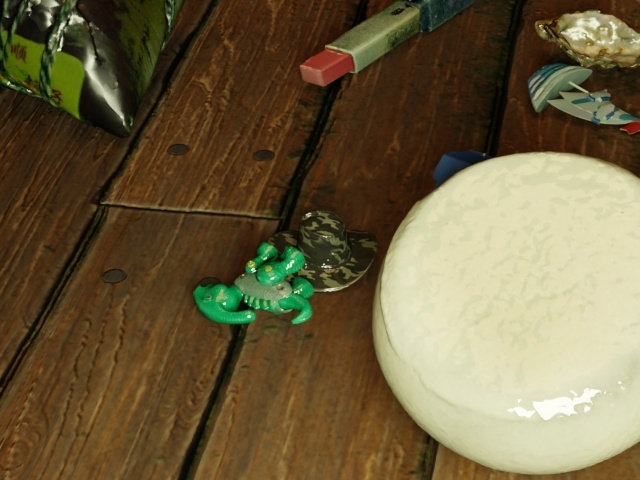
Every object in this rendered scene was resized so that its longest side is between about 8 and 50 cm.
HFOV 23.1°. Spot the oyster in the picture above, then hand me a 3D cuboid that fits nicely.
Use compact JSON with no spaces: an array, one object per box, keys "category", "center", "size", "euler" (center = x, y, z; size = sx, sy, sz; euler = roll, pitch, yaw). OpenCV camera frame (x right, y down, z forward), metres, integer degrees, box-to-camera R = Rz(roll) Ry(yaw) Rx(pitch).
[{"category":"oyster","center":[0.332,-0.238,1.903],"size":[0.148,0.051,0.103],"euler":[32,42,18]}]

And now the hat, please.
[{"category":"hat","center":[0.000,0.000,1.577],"size":[0.121,0.050,0.121],"euler":[-4,33,3]}]

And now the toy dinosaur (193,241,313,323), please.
[{"category":"toy dinosaur","center":[-0.057,0.054,1.506],"size":[0.132,0.059,0.096],"euler":[18,47,40]}]

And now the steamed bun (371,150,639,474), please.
[{"category":"steamed bun","center":[0.188,0.072,1.335],"size":[0.283,0.177,0.283],"euler":[-6,55,9]}]

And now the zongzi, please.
[{"category":"zongzi","center":[-0.352,-0.327,1.819],"size":[0.384,0.362,0.319],"euler":[7,54,10]}]

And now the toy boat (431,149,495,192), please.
[{"category":"toy boat","center":[0.227,0.018,1.486],"size":[0.295,0.129,0.088],"euler":[26,-1,35]}]

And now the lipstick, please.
[{"category":"lipstick","center":[0.085,-0.264,1.963],"size":[0.051,0.051,0.312],"euler":[24,44,32]}]

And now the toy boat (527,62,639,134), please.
[{"category":"toy boat","center":[0.299,-0.157,1.817],"size":[0.105,0.034,0.149],"euler":[-14,48,-21]}]
